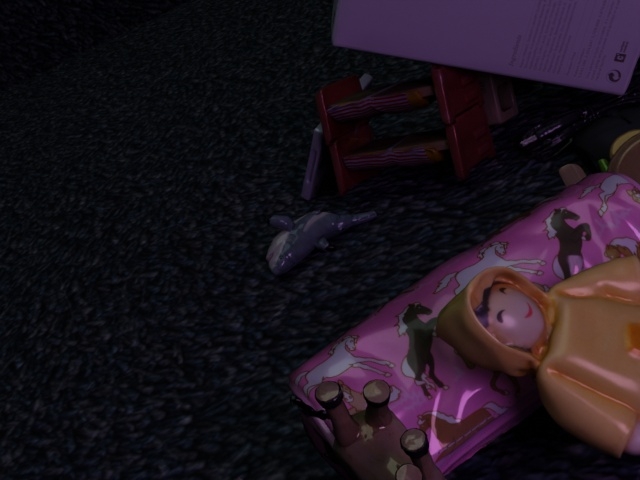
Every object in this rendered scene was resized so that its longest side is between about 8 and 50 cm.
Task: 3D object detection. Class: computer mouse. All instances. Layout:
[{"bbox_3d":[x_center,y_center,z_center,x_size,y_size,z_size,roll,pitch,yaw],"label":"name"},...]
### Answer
[{"bbox_3d":[0.358,-0.122,1.166,0.188,0.072,0.272,-24,28,3],"label":"computer mouse"}]

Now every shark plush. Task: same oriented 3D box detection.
[{"bbox_3d":[0.000,0.000,1.324,0.161,0.073,0.067,-13,44,-18],"label":"shark plush"}]

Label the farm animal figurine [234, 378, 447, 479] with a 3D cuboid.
[{"bbox_3d":[0.079,0.277,0.629,0.327,0.172,0.330,9,56,22],"label":"farm animal figurine"}]

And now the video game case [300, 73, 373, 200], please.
[{"bbox_3d":[0.024,-0.155,1.458,0.019,0.143,0.157,28,51,13],"label":"video game case"}]

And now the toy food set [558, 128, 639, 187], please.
[{"bbox_3d":[0.367,-0.064,1.040,0.192,0.132,0.038,-25,-15,9],"label":"toy food set"}]

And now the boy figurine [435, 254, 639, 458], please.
[{"bbox_3d":[0.235,0.081,0.758,0.285,0.092,0.177,17,63,8],"label":"boy figurine"}]

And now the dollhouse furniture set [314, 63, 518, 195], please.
[{"bbox_3d":[0.182,-0.203,1.422,0.201,0.152,0.374,-5,17,36],"label":"dollhouse furniture set"}]

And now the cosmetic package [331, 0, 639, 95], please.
[{"bbox_3d":[0.212,-0.325,1.257,0.385,0.156,0.217,9,33,-6],"label":"cosmetic package"}]

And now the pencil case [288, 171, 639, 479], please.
[{"bbox_3d":[0.162,0.088,0.888,0.386,0.167,0.160,-34,1,-12],"label":"pencil case"}]
